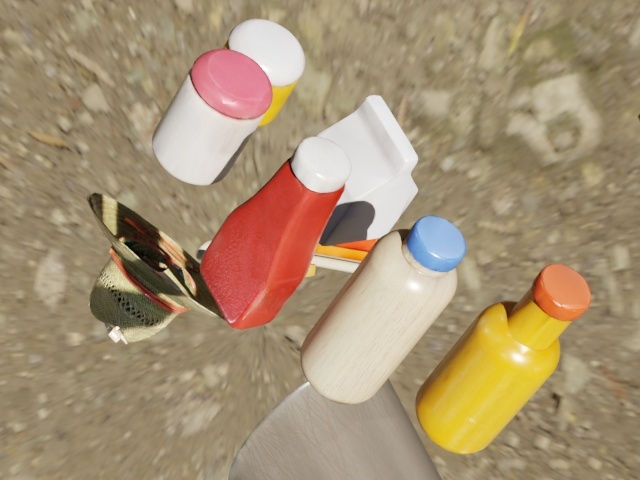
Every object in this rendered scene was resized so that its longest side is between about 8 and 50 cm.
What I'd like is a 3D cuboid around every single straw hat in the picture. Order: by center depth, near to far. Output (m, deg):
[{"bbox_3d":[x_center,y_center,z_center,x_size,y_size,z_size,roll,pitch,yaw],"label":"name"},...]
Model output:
[{"bbox_3d":[-0.119,0.034,1.187,0.144,0.144,0.061,41,96,0],"label":"straw hat"}]

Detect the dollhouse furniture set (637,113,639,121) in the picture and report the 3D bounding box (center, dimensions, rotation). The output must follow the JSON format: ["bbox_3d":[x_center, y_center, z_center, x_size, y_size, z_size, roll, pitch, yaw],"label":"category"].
[{"bbox_3d":[0.238,-0.058,1.033,0.076,0.152,0.058,-34,119,2],"label":"dollhouse furniture set"}]

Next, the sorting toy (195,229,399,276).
[{"bbox_3d":[0.000,0.000,1.614,0.196,0.347,0.047,6,94,7],"label":"sorting toy"}]

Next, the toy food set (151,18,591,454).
[{"bbox_3d":[0.011,-0.023,0.787,0.111,0.104,0.232,-8,57,-37],"label":"toy food set"}]

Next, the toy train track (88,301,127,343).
[{"bbox_3d":[-0.175,0.070,1.520,0.014,0.083,0.048,-43,104,-1],"label":"toy train track"}]

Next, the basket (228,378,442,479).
[{"bbox_3d":[0.046,0.252,1.580,0.154,0.204,0.227,-10,52,-41],"label":"basket"}]
